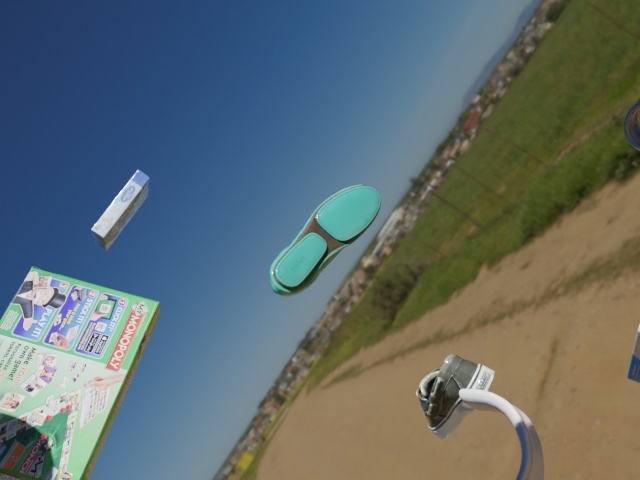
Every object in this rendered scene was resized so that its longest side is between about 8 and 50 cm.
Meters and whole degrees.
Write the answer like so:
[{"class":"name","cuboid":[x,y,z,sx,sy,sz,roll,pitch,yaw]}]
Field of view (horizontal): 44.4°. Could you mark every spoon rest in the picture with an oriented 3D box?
[{"class":"spoon rest","cuboid":[0.185,0.289,0.807,0.084,0.137,0.276,-15,57,36]}]

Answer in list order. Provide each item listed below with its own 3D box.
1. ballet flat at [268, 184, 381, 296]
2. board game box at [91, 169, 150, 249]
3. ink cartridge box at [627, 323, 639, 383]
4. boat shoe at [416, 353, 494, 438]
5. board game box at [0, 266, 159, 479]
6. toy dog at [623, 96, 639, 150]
[{"class":"ballet flat","cuboid":[0.000,0.000,1.282,0.247,0.083,0.087,-45,0,-25]},{"class":"board game box","cuboid":[-0.240,-0.035,0.948,0.090,0.020,0.090,-55,5,-15]},{"class":"ink cartridge box","cuboid":[0.493,0.151,0.969,0.082,0.190,0.140,-56,-30,-24]},{"class":"boat shoe","cuboid":[0.168,0.201,1.040,0.078,0.070,0.219,-55,-11,-27]},{"class":"board game box","cuboid":[-0.393,0.198,1.152,0.046,0.213,0.317,105,-178,-51]},{"class":"toy dog","cuboid":[0.568,-0.142,0.984,0.161,0.220,0.333,-5,-17,-24]}]
